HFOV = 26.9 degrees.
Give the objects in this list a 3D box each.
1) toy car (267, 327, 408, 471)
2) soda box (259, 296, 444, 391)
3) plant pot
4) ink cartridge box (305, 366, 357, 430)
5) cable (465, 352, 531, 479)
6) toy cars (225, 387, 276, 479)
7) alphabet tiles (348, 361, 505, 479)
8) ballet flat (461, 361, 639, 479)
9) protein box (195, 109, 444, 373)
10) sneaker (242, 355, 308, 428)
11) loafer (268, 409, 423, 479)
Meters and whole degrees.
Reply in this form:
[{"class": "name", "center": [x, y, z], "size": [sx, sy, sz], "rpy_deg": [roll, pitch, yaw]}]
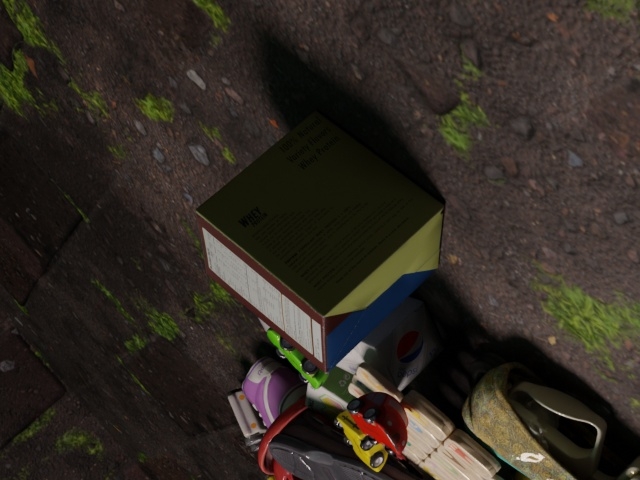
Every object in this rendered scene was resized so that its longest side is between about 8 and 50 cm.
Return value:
[{"class": "toy car", "center": [0.024, 0.180, 1.661], "size": [0.225, 0.053, 0.239], "rpy_deg": [47, 165, 9]}, {"class": "soda box", "center": [0.025, 0.102, 1.787], "size": [0.286, 0.098, 0.091], "rpy_deg": [22, 146, 47]}, {"class": "plant pot", "center": [0.013, 0.345, 2.091], "size": [0.174, 0.191, 0.191], "rpy_deg": [45, 159, 30]}, {"class": "ink cartridge box", "center": [0.035, 0.227, 1.970], "size": [0.209, 0.062, 0.109], "rpy_deg": [32, 155, 12]}, {"class": "cable", "center": [0.228, 0.241, 1.732], "size": [0.139, 0.072, 0.287], "rpy_deg": [34, 142, 48]}, {"class": "toy cars", "center": [-0.075, 0.391, 2.438], "size": [0.176, 0.087, 0.394], "rpy_deg": [-120, 7, -56]}, {"class": "alphabet tiles", "center": [0.146, 0.264, 1.696], "size": [0.278, 0.021, 0.284], "rpy_deg": [41, 165, 8]}, {"class": "ballet flat", "center": [0.318, 0.265, 1.526], "size": [0.348, 0.123, 0.123], "rpy_deg": [38, 155, 18]}, {"class": "protein box", "center": [0.000, 0.000, 1.533], "size": [0.201, 0.200, 0.136], "rpy_deg": [38, 155, 23]}, {"class": "sneaker", "center": [-0.057, 0.307, 2.275], "size": [0.161, 0.102, 0.282], "rpy_deg": [36, 145, 37]}, {"class": "loafer", "center": [0.060, 0.313, 1.907], "size": [0.302, 0.095, 0.109], "rpy_deg": [15, 143, 38]}]
